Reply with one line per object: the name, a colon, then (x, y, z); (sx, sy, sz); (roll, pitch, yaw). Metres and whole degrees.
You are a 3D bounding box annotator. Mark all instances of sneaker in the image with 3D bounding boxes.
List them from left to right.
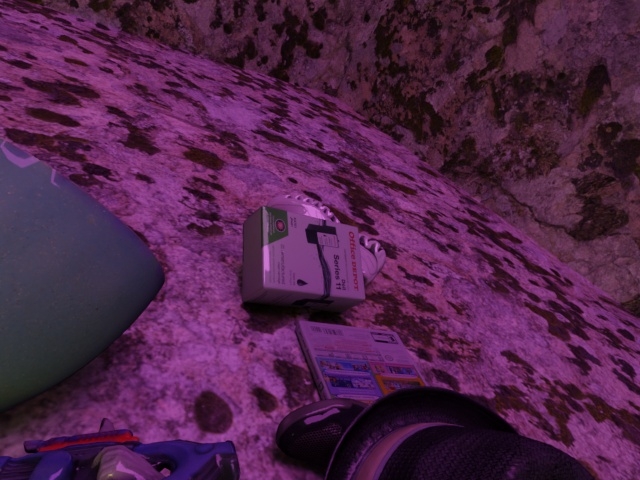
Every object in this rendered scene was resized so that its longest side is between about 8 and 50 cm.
sneaker: (0.000, 0.000, 1.002); (0.291, 0.110, 0.118); (30, 34, 6)
sneaker: (0.059, 0.269, 0.562); (0.227, 0.087, 0.130); (22, 19, -23)

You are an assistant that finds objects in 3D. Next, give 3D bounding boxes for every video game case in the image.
video game case: (0.079, 0.214, 0.759); (0.212, 0.023, 0.193); (13, 29, -29)

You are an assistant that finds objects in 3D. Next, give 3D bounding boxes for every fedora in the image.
fedora: (0.168, 0.281, 0.450); (0.333, 0.152, 0.335); (17, 54, -25)

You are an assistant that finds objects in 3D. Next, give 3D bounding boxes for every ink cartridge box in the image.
ink cartridge box: (-0.029, 0.039, 0.839); (0.208, 0.086, 0.153); (11, 63, -32)

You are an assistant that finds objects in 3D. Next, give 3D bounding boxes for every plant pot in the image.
plant pot: (-0.326, 0.051, 0.433); (0.290, 0.290, 0.196); (26, 61, -3)

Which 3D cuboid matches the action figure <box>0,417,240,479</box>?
action figure: (-0.228, 0.254, 0.301); (0.340, 0.179, 0.330); (-2, 20, 2)
